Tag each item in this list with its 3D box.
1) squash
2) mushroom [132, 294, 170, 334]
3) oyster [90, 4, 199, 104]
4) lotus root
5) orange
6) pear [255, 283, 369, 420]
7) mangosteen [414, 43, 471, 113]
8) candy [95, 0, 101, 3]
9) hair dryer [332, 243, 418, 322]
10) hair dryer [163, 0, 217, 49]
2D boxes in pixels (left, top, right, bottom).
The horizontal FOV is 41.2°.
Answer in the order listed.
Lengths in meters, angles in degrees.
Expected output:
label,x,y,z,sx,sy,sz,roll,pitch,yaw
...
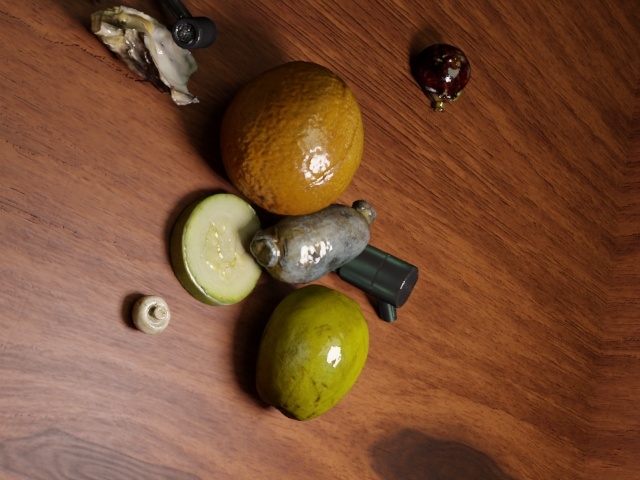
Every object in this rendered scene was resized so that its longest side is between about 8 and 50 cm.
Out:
label,x,y,z,sx,sy,sz,roll,pitch,yaw
squash,-0.220,0.019,1.910,0.252,0.049,0.252,5,83,-46
mushroom,-0.348,0.153,1.757,0.084,0.067,0.083,7,78,-38
oyster,-0.349,-0.380,1.764,0.271,0.100,0.275,45,15,-17
lotus root,0.001,0.002,1.997,0.350,0.175,0.175,-21,101,-35
orange,-0.058,-0.236,1.911,0.322,0.322,0.357,45,55,-33
pear,-0.025,0.252,1.949,0.253,0.253,0.307,42,74,-35
mangosteen,0.348,-0.480,2.461,0.173,0.184,0.172,0,73,-1
candy,-0.491,-0.544,1.690,0.043,0.045,0.175,-39,120,-3
hair dryer,0.124,0.116,2.204,0.116,0.244,0.302,-53,156,-23
hair dryer,-0.327,-0.514,1.808,0.255,0.070,0.128,51,16,-8
